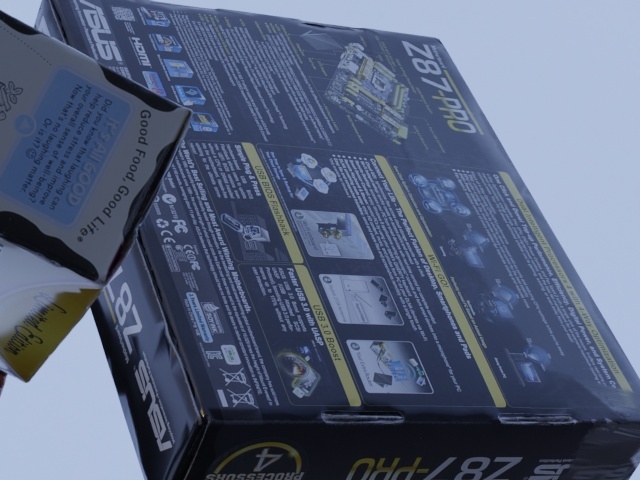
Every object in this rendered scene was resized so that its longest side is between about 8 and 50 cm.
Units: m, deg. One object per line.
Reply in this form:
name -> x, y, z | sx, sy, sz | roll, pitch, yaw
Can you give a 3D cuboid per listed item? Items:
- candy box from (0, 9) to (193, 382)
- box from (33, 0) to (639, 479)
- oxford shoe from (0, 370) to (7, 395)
candy box -> -0.176, -0.045, 0.650 | 0.233, 0.159, 0.071 | 27, -112, -8
box -> 0.000, 0.000, 1.238 | 0.318, 0.395, 0.097 | 1, -48, -28
oxford shoe -> -0.357, 0.200, 1.332 | 0.140, 0.146, 0.397 | 37, -103, -4
